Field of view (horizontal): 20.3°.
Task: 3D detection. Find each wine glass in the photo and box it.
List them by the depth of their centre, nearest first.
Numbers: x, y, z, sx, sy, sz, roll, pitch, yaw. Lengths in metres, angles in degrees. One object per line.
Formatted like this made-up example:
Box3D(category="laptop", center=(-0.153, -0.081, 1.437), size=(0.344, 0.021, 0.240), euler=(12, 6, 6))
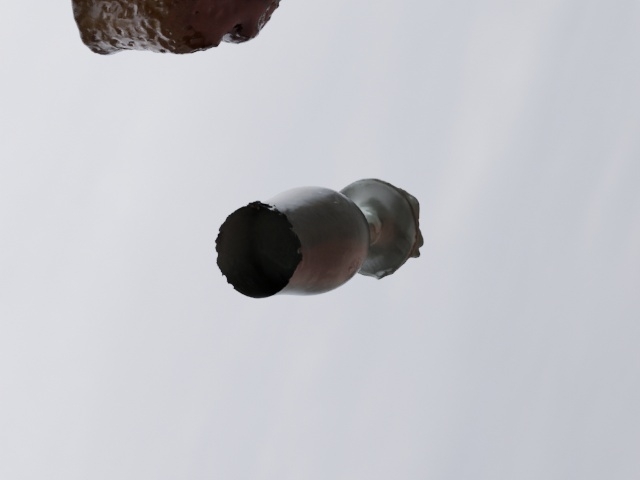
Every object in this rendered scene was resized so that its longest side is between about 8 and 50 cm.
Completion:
Box3D(category="wine glass", center=(0.000, 0.000, 1.594), size=(0.222, 0.103, 0.103), euler=(-13, -61, -59))

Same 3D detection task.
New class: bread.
Box3D(category="bread", center=(-0.103, -0.276, 1.473), size=(0.232, 0.135, 0.246), euler=(-33, -44, -49))
